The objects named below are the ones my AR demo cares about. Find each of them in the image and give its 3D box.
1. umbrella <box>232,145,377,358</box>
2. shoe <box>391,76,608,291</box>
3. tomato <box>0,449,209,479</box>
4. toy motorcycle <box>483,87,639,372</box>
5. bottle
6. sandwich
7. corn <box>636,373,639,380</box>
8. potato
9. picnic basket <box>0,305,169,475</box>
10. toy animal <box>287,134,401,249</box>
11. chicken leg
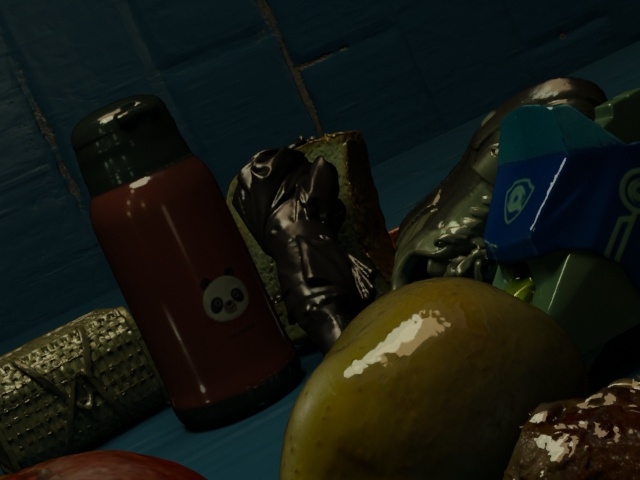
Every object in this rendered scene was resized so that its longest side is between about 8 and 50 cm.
[{"bbox_3d":[-0.006,0.027,0.943,0.118,0.118,0.340,-23,43,3],"label":"umbrella"},{"bbox_3d":[0.164,-0.015,0.928,0.293,0.109,0.149,-48,21,44],"label":"shoe"},{"bbox_3d":[-0.112,0.189,0.345,0.232,0.188,0.232,-21,14,6],"label":"tomato"},{"bbox_3d":[0.238,-0.032,0.751,0.326,0.200,0.191,-26,9,-27],"label":"toy motorcycle"},{"bbox_3d":[-0.143,0.014,1.012,0.144,0.336,0.144,-22,8,3],"label":"bottle"},{"bbox_3d":[0.000,0.000,1.110,0.186,0.214,0.065,-19,-4,26],"label":"sandwich"},{"bbox_3d":[0.246,0.061,0.594,0.085,0.063,0.165,-29,2,36],"label":"corn"},{"bbox_3d":[0.058,0.114,0.566,0.194,0.157,0.157,-53,21,-24],"label":"potato"},{"bbox_3d":[-0.295,0.174,1.135,0.196,0.134,0.154,-27,10,-27],"label":"picnic basket"},{"bbox_3d":[0.009,0.016,1.338,0.302,0.225,0.284,-31,-17,38],"label":"toy animal"},{"bbox_3d":[0.187,0.108,0.467,0.196,0.080,0.125,-16,19,1],"label":"chicken leg"}]
